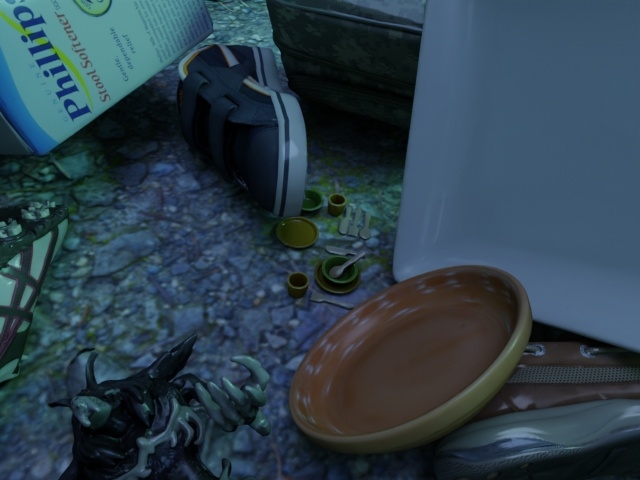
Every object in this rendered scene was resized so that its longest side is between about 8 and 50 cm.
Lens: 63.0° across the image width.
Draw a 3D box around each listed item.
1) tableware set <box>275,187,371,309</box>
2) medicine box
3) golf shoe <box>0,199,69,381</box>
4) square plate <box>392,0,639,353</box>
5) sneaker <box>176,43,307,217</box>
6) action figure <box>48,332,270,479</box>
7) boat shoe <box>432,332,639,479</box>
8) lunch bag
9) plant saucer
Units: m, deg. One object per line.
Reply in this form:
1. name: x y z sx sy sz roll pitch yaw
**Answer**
1. tableware set: 0.000 0.000 0.559 0.104 0.024 0.154 13 47 4
2. medicine box: -0.319 -0.233 0.581 0.263 0.149 0.289 7 46 31
3. golf shoe: -0.284 0.048 0.430 0.105 0.120 0.273 -3 25 -2
4. square plate: 0.219 -0.097 0.396 0.049 0.344 0.347 -2 12 -44
5. sneaker: -0.100 -0.133 0.603 0.127 0.126 0.321 -2 37 -15
6. action figure: -0.083 0.151 0.330 0.275 0.141 0.164 30 62 17
7. boat shoe: 0.237 0.119 0.420 0.324 0.123 0.116 -2 45 -12
8. lunch bag: 0.103 -0.252 0.655 0.305 0.256 0.213 17 73 10
9. plant saucer: 0.068 0.090 0.407 0.200 0.200 0.037 -41 108 -36
